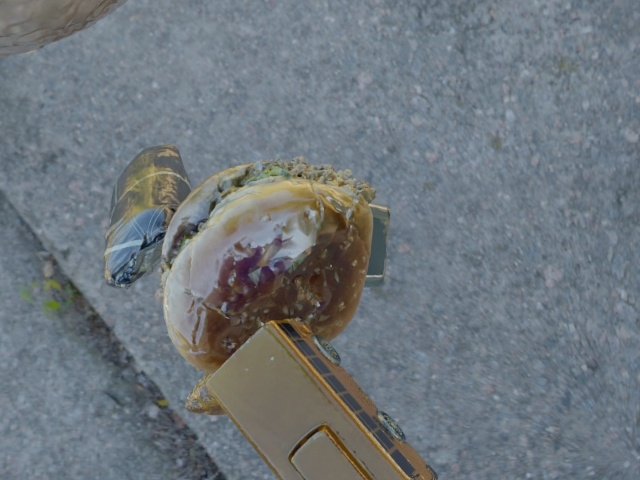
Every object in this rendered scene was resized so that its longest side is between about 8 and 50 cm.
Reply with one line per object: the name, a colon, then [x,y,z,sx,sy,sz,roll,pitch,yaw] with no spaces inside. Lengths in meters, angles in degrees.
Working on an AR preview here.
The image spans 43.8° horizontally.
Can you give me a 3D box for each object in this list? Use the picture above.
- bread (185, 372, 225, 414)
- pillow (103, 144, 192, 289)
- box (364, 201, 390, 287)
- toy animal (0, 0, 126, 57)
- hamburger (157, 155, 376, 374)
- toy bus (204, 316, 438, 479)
bread: [-0.108,0.212,1.204,0.233,0.105,0.076,-16,50,25]
pillow: [-0.269,-0.049,1.219,0.161,0.092,0.335,-42,29,13]
box: [0.000,0.000,1.220,0.243,0.135,0.163,-179,95,-66]
toy animal: [-0.208,-0.226,0.527,0.226,0.188,0.358,-26,33,-8]
hamburger: [-0.054,0.031,0.920,0.286,0.243,0.146,-45,37,-6]
toy bus: [0.002,0.169,0.706,0.098,0.114,0.201,-45,74,8]
